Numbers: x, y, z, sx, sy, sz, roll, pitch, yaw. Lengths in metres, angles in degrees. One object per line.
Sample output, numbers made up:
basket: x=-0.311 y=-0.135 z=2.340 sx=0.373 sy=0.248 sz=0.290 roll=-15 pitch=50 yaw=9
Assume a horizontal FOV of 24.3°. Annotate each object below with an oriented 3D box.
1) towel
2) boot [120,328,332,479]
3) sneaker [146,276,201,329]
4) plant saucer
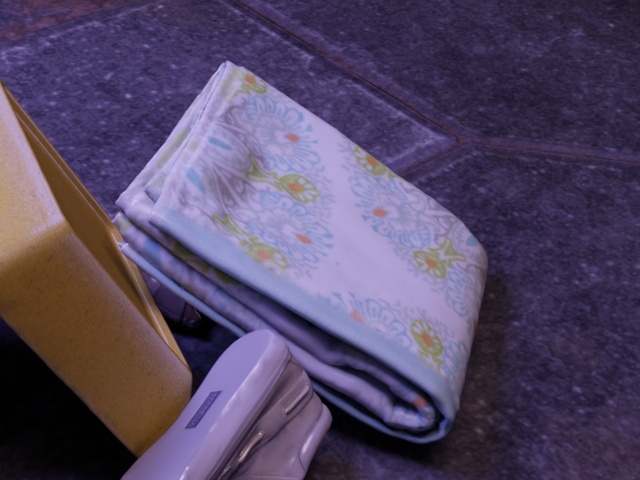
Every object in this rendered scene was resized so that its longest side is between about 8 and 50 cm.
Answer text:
towel: x=0.000 y=0.000 z=1.477 sx=0.374 sy=0.090 sz=0.320 roll=36 pitch=34 yaw=-8
boot: x=-0.080 y=0.205 z=1.277 sx=0.095 sy=0.123 sz=0.258 roll=-8 pitch=36 yaw=51
sneaker: x=-0.107 y=0.031 z=1.553 sx=0.071 sy=0.066 sz=0.188 roll=40 pitch=48 yaw=10
plant saucer: x=-0.232 y=0.007 z=1.321 sx=0.081 sy=0.333 sz=0.333 roll=-34 pitch=46 yaw=0
